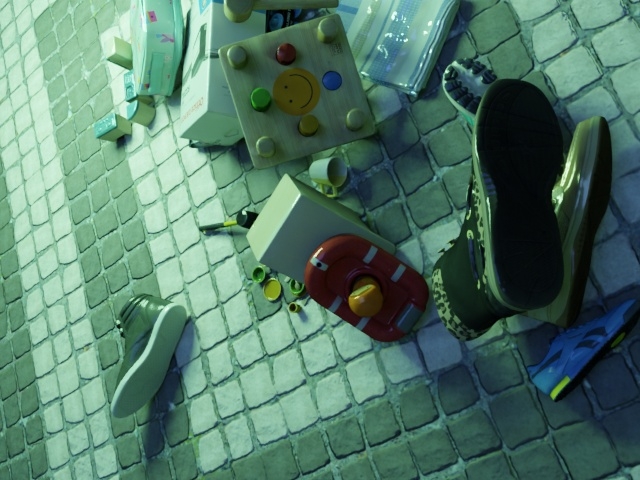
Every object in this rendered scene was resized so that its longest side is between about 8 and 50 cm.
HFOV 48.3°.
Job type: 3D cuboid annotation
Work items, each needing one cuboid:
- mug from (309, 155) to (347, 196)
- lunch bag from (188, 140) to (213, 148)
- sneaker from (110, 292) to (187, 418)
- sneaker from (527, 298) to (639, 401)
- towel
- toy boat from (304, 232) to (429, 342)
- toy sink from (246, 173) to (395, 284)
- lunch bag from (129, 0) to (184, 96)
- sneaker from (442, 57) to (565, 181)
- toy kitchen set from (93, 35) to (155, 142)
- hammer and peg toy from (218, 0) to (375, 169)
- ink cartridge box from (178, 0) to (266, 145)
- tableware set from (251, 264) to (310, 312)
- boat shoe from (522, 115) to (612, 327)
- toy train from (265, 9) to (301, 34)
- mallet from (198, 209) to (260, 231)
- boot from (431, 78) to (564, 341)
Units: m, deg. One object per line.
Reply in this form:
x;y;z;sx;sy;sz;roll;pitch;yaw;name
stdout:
0.009;-0.134;1.469;0.064;0.062;0.078;5;76;43;mug
-0.286;-0.259;1.700;0.083;0.053;0.071;-4;76;43;lunch bag
-0.429;0.257;1.666;0.147;0.104;0.296;25;89;37;sneaker
0.412;0.157;1.127;0.209;0.069;0.082;-50;54;16;sneaker
0.129;-0.425;1.461;0.285;0.034;0.209;27;95;35;towel
0.079;0.091;1.270;0.231;0.151;0.151;32;102;-3;toy boat
0.000;0.000;1.386;0.153;0.234;0.131;-57;26;13;toy sink
-0.393;-0.484;1.717;0.279;0.108;0.224;127;135;-63;lunch bag
0.321;-0.205;1.244;0.107;0.110;0.275;-38;80;7;sneaker
-0.536;-0.387;1.854;0.166;0.122;0.207;-20;69;30;toy kitchen set
-0.056;-0.346;1.407;0.266;0.127;0.361;-17;91;-2;hammer and peg toy
-0.218;-0.388;1.576;0.223;0.129;0.307;-15;71;63;ink cartridge box
-0.084;0.091;1.507;0.104;0.024;0.154;-51;58;16;tableware set
0.386;-0.037;1.151;0.110;0.121;0.341;13;89;35;boat shoe
-0.103;-0.476;1.607;0.105;0.080;0.184;3;84;44;toy train
-0.200;-0.035;1.611;0.189;0.062;0.039;-10;73;48;mallet
0.272;-0.035;1.139;0.138;0.284;0.377;4;66;-7;boot
